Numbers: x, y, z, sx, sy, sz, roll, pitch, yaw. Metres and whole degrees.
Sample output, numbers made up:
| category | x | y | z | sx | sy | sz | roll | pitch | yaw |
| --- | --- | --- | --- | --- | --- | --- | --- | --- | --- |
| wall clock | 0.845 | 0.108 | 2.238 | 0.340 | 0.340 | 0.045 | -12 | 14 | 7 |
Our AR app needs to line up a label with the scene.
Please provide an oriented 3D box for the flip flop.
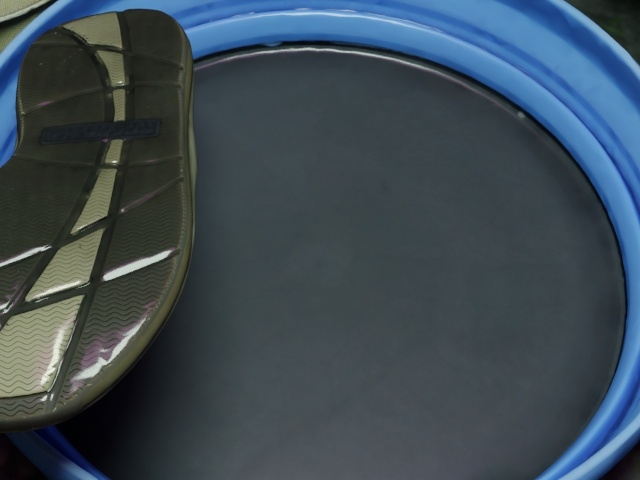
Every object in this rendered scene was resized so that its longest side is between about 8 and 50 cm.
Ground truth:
| category | x | y | z | sx | sy | sz | roll | pitch | yaw |
| --- | --- | --- | --- | --- | --- | --- | --- | --- | --- |
| flip flop | -0.109 | -0.011 | 0.804 | 0.112 | 0.080 | 0.277 | -1 | 39 | 2 |

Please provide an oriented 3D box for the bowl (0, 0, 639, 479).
| category | x | y | z | sx | sy | sz | roll | pitch | yaw |
| --- | --- | --- | --- | --- | --- | --- | --- | --- | --- |
| bowl | 0.000 | 0.000 | 0.888 | 0.391 | 0.077 | 0.391 | 1 | 54 | -1 |

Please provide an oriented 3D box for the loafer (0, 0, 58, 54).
| category | x | y | z | sx | sy | sz | roll | pitch | yaw |
| --- | --- | --- | --- | --- | --- | --- | --- | --- | --- |
| loafer | -0.210 | -0.139 | 0.969 | 0.268 | 0.092 | 0.102 | -36 | 63 | -25 |
